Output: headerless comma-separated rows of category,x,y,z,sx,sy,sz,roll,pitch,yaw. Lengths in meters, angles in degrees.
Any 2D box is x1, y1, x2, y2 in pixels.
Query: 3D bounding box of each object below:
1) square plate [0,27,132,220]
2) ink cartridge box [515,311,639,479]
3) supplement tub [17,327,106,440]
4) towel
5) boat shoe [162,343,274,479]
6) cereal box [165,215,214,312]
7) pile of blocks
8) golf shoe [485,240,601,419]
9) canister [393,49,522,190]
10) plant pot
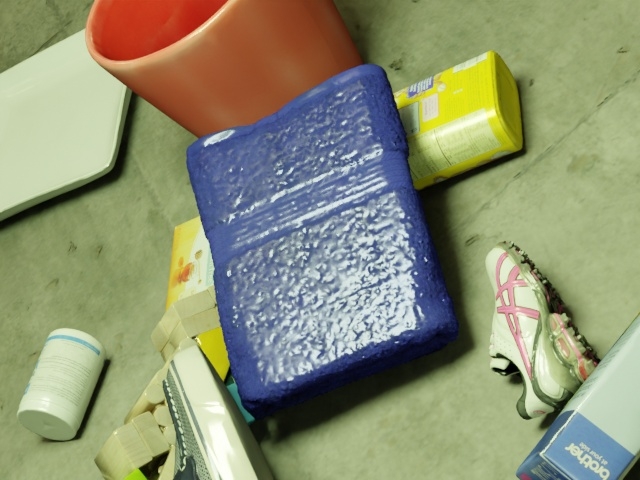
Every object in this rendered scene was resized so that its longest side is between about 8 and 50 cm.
square plate,-0.386,-0.158,1.934,0.344,0.049,0.347,-21,42,27
ink cartridge box,0.235,0.101,1.003,0.065,0.186,0.311,36,81,11
supplement tub,-0.284,0.158,1.511,0.071,0.071,0.107,-12,46,35
towel,0.000,0.000,1.323,0.227,0.076,0.308,-23,59,16
boat shoe,-0.112,0.249,1.164,0.158,0.127,0.341,-27,49,0
cereal box,-0.056,0.016,1.456,0.240,0.047,0.173,-24,42,24
pile of blocks,-0.142,0.207,1.313,0.362,0.149,0.113,-65,8,-33
golf shoe,0.171,0.072,1.175,0.086,0.067,0.186,-36,37,12
canister,0.117,-0.114,1.405,0.169,0.073,0.126,-22,42,24
plant pot,-0.091,-0.221,1.558,0.275,0.243,0.275,-24,40,23
